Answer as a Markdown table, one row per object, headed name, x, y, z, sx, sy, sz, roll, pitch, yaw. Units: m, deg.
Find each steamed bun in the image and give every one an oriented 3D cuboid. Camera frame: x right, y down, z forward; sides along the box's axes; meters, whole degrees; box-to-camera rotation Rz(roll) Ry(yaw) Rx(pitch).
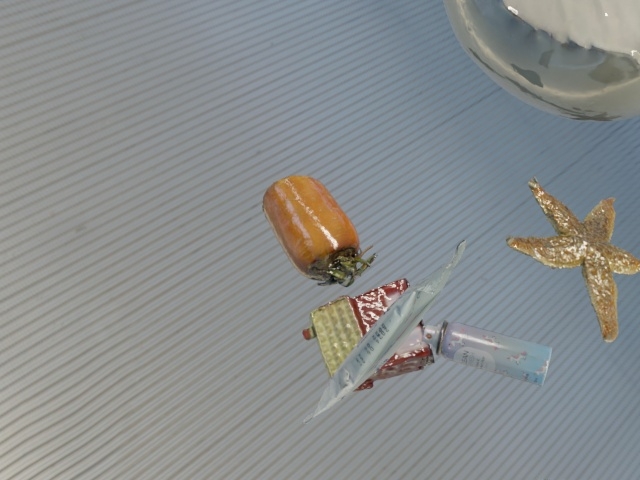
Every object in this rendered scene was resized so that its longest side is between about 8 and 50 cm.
| name | x | y | z | sx | sy | sz | roll | pitch | yaw |
| --- | --- | --- | --- | --- | --- | --- | --- | --- | --- |
| steamed bun | 0.266 | -0.254 | 0.715 | 0.309 | 0.309 | 0.309 | 10 | 65 | -23 |

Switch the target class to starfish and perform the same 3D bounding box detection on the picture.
| name | x | y | z | sx | sy | sz | roll | pitch | yaw |
| --- | --- | --- | --- | --- | --- | --- | --- | --- | --- |
| starfish | 0.372 | 0.014 | 1.090 | 0.231 | 0.048 | 0.295 | 24 | 52 | -8 |

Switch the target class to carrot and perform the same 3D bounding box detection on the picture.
| name | x | y | z | sx | sy | sz | roll | pitch | yaw |
| --- | --- | --- | --- | --- | --- | --- | --- | --- | --- |
| carrot | 0.000 | 0.000 | 1.961 | 0.214 | 0.193 | 0.331 | 32 | 20 | -55 |

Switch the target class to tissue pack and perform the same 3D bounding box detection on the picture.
| name | x | y | z | sx | sy | sz | roll | pitch | yaw |
| --- | --- | --- | --- | --- | --- | --- | --- | --- | --- |
| tissue pack | 0.062 | 0.086 | 0.688 | 0.026 | 0.193 | 0.122 | 43 | 30 | 13 |

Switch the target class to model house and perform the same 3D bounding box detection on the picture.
| name | x | y | z | sx | sy | sz | roll | pitch | yaw |
| --- | --- | --- | --- | --- | --- | --- | --- | --- | --- |
| model house | 0.097 | 0.223 | 1.649 | 0.254 | 0.160 | 0.196 | -16 | 69 | -4 |

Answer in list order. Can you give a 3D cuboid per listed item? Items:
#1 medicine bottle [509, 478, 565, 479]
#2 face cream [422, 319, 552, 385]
| name | x | y | z | sx | sy | sz | roll | pitch | yaw |
| --- | --- | --- | --- | --- | --- | --- | --- | --- | --- |
| medicine bottle | 0.453 | 0.563 | 1.673 | 0.051 | 0.191 | 0.051 | -8 | 90 | -68 |
| face cream | 0.304 | 0.202 | 1.380 | 0.229 | 0.075 | 0.075 | 14 | 58 | 16 |
